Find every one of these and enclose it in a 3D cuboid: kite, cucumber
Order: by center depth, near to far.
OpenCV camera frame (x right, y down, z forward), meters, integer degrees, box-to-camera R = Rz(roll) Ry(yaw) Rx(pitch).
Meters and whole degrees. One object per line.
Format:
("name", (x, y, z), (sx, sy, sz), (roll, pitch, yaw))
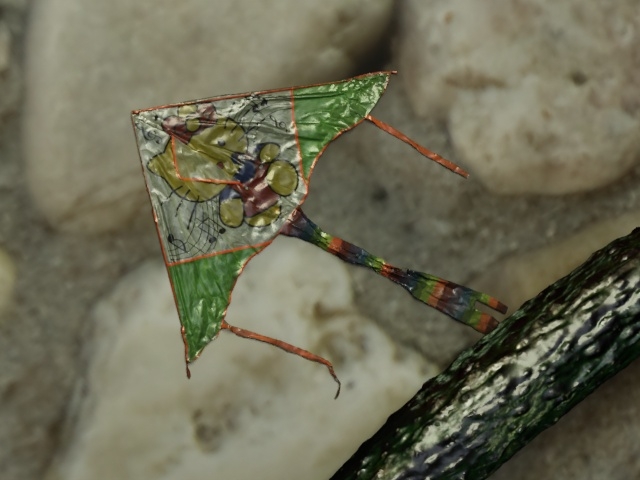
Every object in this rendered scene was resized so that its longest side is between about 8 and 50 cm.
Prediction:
("kite", (0.000, 0.000, 0.633), (0.244, 0.006, 0.198), (31, 89, -20))
("cucumber", (0.080, 0.101, 0.646), (0.294, 0.067, 0.067), (-38, 108, -7))
